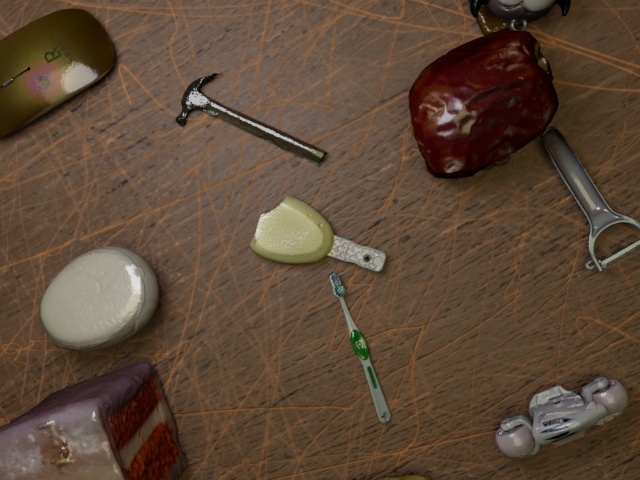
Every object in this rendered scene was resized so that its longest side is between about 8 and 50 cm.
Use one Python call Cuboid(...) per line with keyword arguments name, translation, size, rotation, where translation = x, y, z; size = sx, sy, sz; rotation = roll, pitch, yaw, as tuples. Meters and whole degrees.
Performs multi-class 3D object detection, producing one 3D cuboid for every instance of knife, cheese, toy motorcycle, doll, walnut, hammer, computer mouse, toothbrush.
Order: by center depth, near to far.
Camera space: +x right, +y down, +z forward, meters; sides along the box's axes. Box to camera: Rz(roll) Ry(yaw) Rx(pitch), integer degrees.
Cuboid(name="doll", translation=(0.349, -0.491, 1.257), size=(0.182, 0.117, 0.257), rotation=(0, 93, -1))
Cuboid(name="walnut", translation=(0.289, -0.222, 1.273), size=(0.269, 0.221, 0.244), rotation=(-23, 122, 10))
Cuboid(name="toy motorcycle", translation=(0.442, 0.327, 1.323), size=(0.254, 0.112, 0.112), rotation=(-26, 90, 5))
Cuboid(name="knife", translation=(0.480, -0.082, 1.336), size=(0.123, 0.053, 0.278), rotation=(-32, 89, 8))
Cuboid(name="cheese", translation=(0.000, 0.000, 1.369), size=(0.255, 0.050, 0.127), rotation=(17, 91, 1))
Cuboid(name="hammer", translation=(-0.125, -0.216, 1.380), size=(0.297, 0.027, 0.125), rotation=(27, 98, 2))
Cuboid(name="computer mouse", translation=(-0.541, -0.317, 1.380), size=(0.310, 0.072, 0.158), rotation=(-29, 88, 4))
Cuboid(name="toothbrush", translation=(0.076, 0.205, 1.384), size=(0.030, 0.030, 0.303), rotation=(-19, 93, 4))

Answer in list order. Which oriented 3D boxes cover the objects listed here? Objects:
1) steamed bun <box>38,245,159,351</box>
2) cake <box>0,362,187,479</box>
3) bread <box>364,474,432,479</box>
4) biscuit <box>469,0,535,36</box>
Cuboid(name="steamed bun", translation=(-0.405, 0.113, 1.353), size=(0.228, 0.131, 0.177), rotation=(-31, 80, 5))
Cuboid(name="cake", translation=(-0.398, 0.371, 1.278), size=(0.230, 0.309, 0.237), rotation=(-17, 94, 8))
Cuboid(name="bread", translation=(0.046, 0.506, 1.368), size=(0.368, 0.084, 0.077), rotation=(-10, 134, 5))
Cuboid(name="biscuit", translation=(0.364, -0.518, 1.335), size=(0.278, 0.043, 0.301), rotation=(29, 96, 0))
